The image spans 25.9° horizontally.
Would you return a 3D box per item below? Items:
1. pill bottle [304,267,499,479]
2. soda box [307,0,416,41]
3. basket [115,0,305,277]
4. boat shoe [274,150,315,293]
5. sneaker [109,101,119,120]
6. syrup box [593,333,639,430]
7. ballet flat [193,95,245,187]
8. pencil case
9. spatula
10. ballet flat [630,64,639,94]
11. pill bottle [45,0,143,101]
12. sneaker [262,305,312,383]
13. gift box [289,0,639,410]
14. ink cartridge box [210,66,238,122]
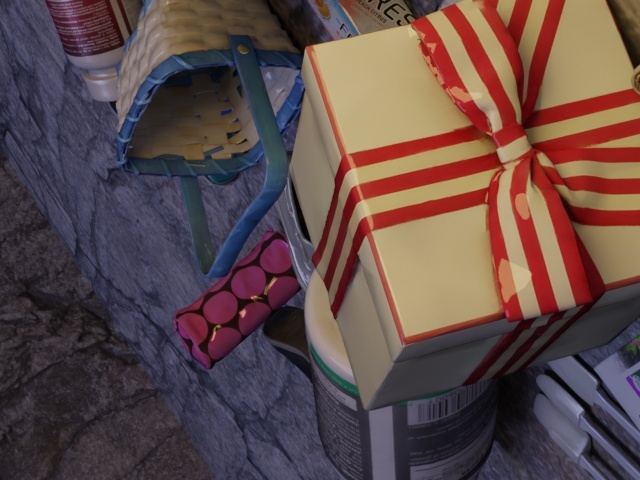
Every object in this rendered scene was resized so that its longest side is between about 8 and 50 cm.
[{"bbox_3d":[0.093,0.161,1.513,0.204,0.204,0.361,48,159,31],"label":"pill bottle"},{"bbox_3d":[0.058,-0.182,1.287,0.183,0.058,0.063,57,162,4],"label":"soda box"},{"bbox_3d":[-0.115,-0.133,1.533,0.255,0.201,0.289,131,134,-55],"label":"basket"},{"bbox_3d":[0.001,-0.001,1.699,0.227,0.079,0.081,66,165,-13],"label":"boat shoe"},{"bbox_3d":[-0.285,-0.264,1.991,0.296,0.104,0.147,44,163,49],"label":"sneaker"},{"bbox_3d":[0.297,0.080,1.012,0.093,0.096,0.237,55,161,11],"label":"syrup box"},{"bbox_3d":[-0.172,-0.183,1.874,0.077,0.091,0.241,-97,-13,-70],"label":"ballet flat"},{"bbox_3d":[-0.110,0.078,1.914,0.098,0.209,0.095,48,168,0],"label":"pencil case"},{"bbox_3d":[0.293,0.209,1.369,0.242,0.019,0.168,45,153,33],"label":"spatula"},{"bbox_3d":[0.269,-0.082,0.895,0.168,0.052,0.057,37,152,49],"label":"ballet flat"},{"bbox_3d":[-0.294,-0.303,1.836,0.121,0.121,0.221,34,147,52],"label":"pill bottle"},{"bbox_3d":[0.024,0.165,1.945,0.222,0.083,0.118,24,161,50],"label":"sneaker"},{"bbox_3d":[0.132,-0.043,1.025,0.258,0.276,0.255,104,145,-71],"label":"gift box"},{"bbox_3d":[-0.139,-0.247,1.729,0.207,0.046,0.097,62,163,-12],"label":"ink cartridge box"}]
